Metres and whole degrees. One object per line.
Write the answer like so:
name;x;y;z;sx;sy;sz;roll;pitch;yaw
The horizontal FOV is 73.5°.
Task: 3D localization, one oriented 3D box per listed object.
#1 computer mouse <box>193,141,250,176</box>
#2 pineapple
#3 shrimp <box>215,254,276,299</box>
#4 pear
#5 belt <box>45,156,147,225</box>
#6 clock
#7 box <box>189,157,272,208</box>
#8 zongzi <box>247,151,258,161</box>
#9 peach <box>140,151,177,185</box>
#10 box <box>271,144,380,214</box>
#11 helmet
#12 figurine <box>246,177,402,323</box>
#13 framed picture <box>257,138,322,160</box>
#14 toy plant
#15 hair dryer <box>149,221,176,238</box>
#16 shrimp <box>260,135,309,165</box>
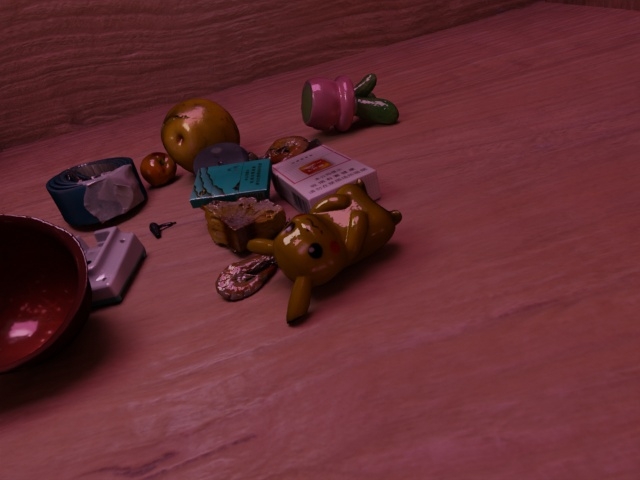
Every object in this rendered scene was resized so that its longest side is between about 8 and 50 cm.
computer mouse;-0.308;-0.196;1.411;0.188;0.122;0.371;-18;40;-6
pineapple;-0.205;-0.045;1.140;0.236;0.115;0.186;-4;33;13
shrimp;-0.154;0.076;0.999;0.190;0.042;0.101;-29;55;-21
pear;-0.449;-0.395;1.649;0.284;0.285;0.336;-12;-2;6
belt;-0.826;-0.195;1.590;0.300;0.173;0.436;-33;36;-30
clock;-0.632;0.079;1.134;0.262;0.116;0.231;-13;32;6
box;-0.259;-0.169;1.263;0.226;0.042;0.161;-7;43;5
zongzi;-0.302;-0.248;1.570;0.154;0.062;0.131;-11;61;36
peach;-0.643;-0.284;1.695;0.138;0.138;0.138;-11;32;7
box;-0.001;-0.175;1.267;0.210;0.095;0.330;-25;31;-15
helmet;-0.640;0.140;0.922;0.384;0.230;0.338;-6;65;-3
figurine;0.006;-0.004;0.922;0.326;0.169;0.218;-28;56;-29
framed picture;-0.118;-0.313;1.604;0.265;0.018;0.192;-17;32;-1
toy plant;0.101;-0.549;1.706;0.355;0.211;0.317;-9;28;-13
hair dryer;-0.491;-0.041;1.344;0.083;0.031;0.079;-22;42;-24
shrimp;-0.139;-0.310;1.541;0.145;0.061;0.267;15;40;28
